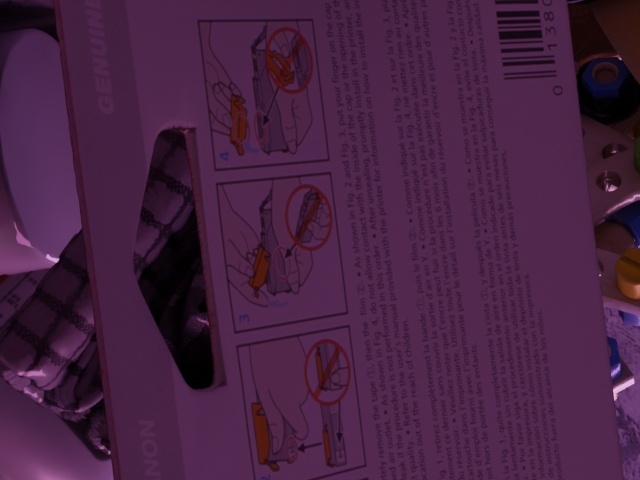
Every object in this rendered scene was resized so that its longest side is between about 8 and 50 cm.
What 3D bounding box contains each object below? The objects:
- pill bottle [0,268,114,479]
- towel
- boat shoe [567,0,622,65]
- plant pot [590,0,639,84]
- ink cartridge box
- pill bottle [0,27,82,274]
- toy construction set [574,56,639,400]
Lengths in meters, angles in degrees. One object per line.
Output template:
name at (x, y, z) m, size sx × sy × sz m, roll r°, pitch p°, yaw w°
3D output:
pill bottle at (-0.156, 0.059, 1.225) m, size 0.363 × 0.210 × 0.210 m, roll -46°, pitch -164°, yaw -19°
towel at (-0.042, -0.001, 0.914) m, size 0.121 × 0.235 × 0.284 m, roll 35°, pitch 169°, yaw -5°
boat shoe at (0.196, -0.149, 1.429) m, size 0.170 × 0.063 × 0.059 m, roll -8°, pitch 174°, yaw 28°
plant pot at (0.259, -0.134, 1.286) m, size 0.095 × 0.134 × 0.134 m, roll -37°, pitch 172°, yaw 15°
ink cartridge box at (0.000, 0.000, 0.710) m, size 0.261 × 0.296 × 0.066 m, roll -7°, pitch 180°, yaw -43°
pill bottle at (-0.281, -0.035, 1.103) m, size 0.283 × 0.160 × 0.160 m, roll -7°, pitch -179°, yaw 17°
toy construction set at (0.116, -0.052, 1.305) m, size 0.215 × 0.328 × 0.151 m, roll -51°, pitch 166°, yaw -21°
